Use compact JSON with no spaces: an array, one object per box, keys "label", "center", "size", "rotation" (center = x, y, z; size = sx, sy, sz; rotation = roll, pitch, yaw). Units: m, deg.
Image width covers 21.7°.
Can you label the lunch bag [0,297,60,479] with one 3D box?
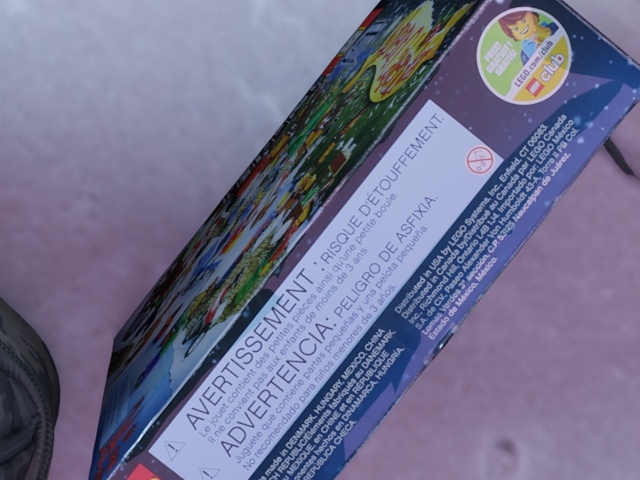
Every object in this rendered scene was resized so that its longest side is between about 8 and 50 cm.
[{"label":"lunch bag","center":[-0.227,0.100,0.467],"size":[0.212,0.256,0.305],"rotation":[41,91,-9]}]

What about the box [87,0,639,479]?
[{"label":"box","center":[0.000,0.000,0.489],"size":[0.044,0.233,0.159],"rotation":[38,91,-8]}]
